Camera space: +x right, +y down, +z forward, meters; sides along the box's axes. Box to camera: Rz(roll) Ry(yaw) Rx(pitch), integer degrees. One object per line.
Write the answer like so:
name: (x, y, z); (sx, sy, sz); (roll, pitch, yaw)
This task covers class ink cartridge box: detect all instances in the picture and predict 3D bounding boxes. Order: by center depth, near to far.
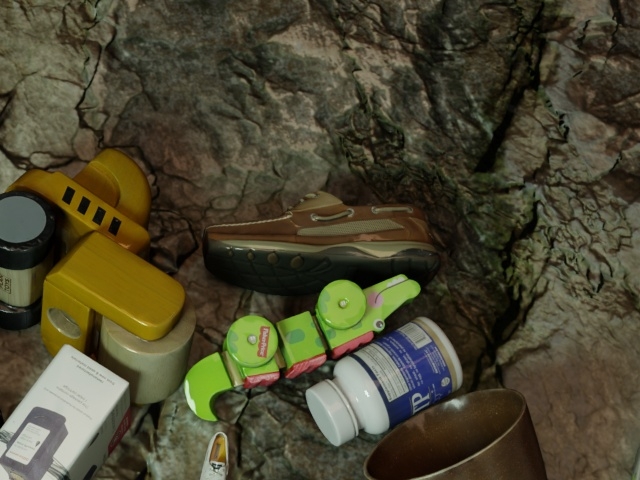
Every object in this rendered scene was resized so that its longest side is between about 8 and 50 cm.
ink cartridge box: (-0.337, 0.268, 1.719); (0.100, 0.172, 0.237); (31, 66, 8)

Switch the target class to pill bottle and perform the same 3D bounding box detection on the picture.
pill bottle: (0.081, 0.187, 1.840); (0.187, 0.112, 0.112); (-27, 71, -17)

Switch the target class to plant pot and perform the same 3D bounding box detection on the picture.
plant pot: (0.198, 0.334, 1.734); (0.215, 0.215, 0.230); (-30, 102, -19)

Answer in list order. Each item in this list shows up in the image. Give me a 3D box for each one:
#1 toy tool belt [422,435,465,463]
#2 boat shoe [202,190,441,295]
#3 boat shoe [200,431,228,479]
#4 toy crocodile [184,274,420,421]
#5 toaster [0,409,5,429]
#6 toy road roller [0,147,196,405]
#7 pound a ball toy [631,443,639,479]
toy tool belt: (0.149, 0.279, 1.839); (0.083, 0.052, 0.051); (1, 57, -6)
boat shoe: (0.000, 0.000, 1.924); (0.324, 0.122, 0.120); (3, 59, -14)
boat shoe: (-0.134, 0.293, 1.807); (0.035, 0.035, 0.100); (10, 64, -2)
toy crocodile: (-0.023, 0.132, 1.854); (0.341, 0.115, 0.105); (-22, 80, -13)
toaster: (-0.478, 0.246, 1.719); (0.110, 0.168, 0.185); (29, 64, 10)
toy road roller: (-0.273, 0.029, 1.830); (0.329, 0.202, 0.240); (33, 55, 11)
pound a ball toy: (0.495, 0.348, 1.770); (0.208, 0.135, 0.319); (19, 50, 7)
